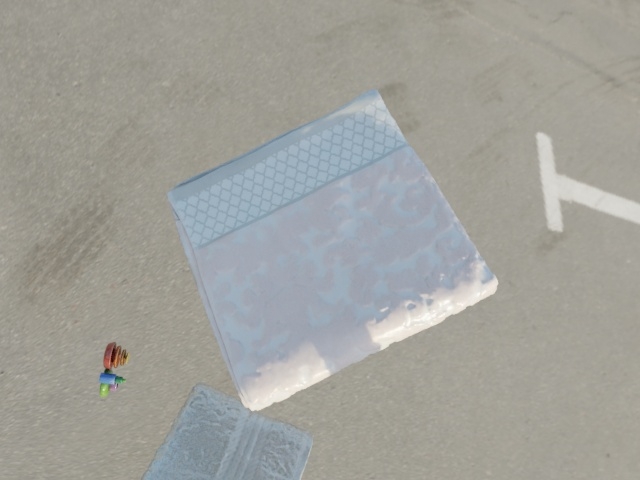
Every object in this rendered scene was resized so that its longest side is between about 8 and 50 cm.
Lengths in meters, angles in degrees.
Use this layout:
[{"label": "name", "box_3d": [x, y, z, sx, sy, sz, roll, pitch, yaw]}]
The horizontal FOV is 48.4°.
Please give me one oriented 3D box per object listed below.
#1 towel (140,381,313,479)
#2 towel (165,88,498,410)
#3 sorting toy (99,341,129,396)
[{"label": "towel", "box_3d": [-0.129, 0.313, 0.883, 0.187, 0.049, 0.282, 26, 40, -2]}, {"label": "towel", "box_3d": [0.000, 0.000, 0.890, 0.332, 0.053, 0.317, -26, 69, -1]}, {"label": "sorting toy", "box_3d": [-0.343, 0.221, 1.192, 0.042, 0.102, 0.061, 10, 22, -7]}]
